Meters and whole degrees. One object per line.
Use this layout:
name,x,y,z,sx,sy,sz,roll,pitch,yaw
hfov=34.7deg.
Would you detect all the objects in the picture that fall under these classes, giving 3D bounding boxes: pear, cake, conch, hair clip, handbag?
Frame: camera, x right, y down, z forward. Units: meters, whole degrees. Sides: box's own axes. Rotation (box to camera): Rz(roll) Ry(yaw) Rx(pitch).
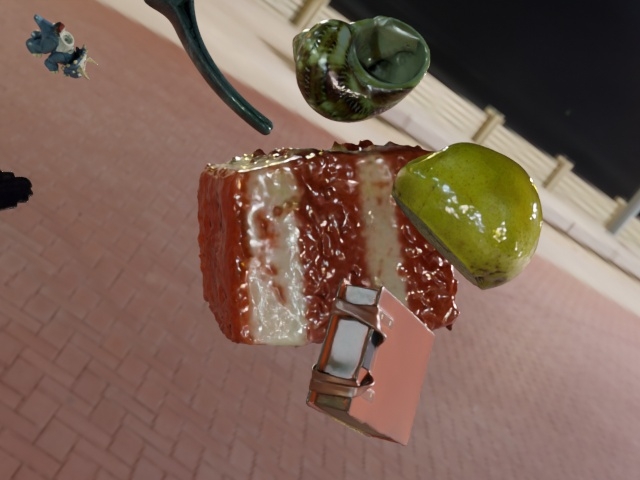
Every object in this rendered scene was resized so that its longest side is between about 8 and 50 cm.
pear,0.139,-0.030,0.916,0.141,0.104,0.141,51,0,1
cake,0.000,0.000,1.439,0.319,0.270,0.269,-7,7,-15
conch,0.047,-0.263,1.533,0.181,0.187,0.124,44,-16,-7
hair clip,-0.129,-0.212,1.216,0.229,0.070,0.039,60,-23,14
handbag,0.054,0.124,1.018,0.063,0.127,0.190,10,-14,25

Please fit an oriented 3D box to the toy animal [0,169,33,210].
toy animal,-0.532,-0.173,1.260,0.284,0.302,0.225,57,-19,33

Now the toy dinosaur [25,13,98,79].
toy dinosaur,-0.267,-0.199,1.052,0.083,0.047,0.030,46,43,-31
